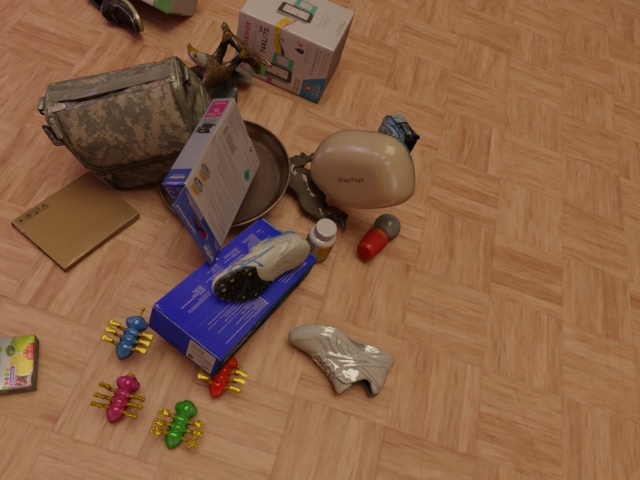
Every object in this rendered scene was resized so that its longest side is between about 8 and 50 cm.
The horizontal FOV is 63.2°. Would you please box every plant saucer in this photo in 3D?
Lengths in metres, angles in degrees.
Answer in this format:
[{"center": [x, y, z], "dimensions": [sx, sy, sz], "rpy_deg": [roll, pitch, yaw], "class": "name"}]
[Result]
[{"center": [-0.225, -0.156, 1.240], "dimensions": [0.311, 0.050, 0.310], "rpy_deg": [0, 63, 0], "class": "plant saucer"}]

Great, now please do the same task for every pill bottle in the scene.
[{"center": [0.000, 0.000, 1.199], "dimensions": [0.065, 0.116, 0.065], "rpy_deg": [7, 59, -12], "class": "pill bottle"}]

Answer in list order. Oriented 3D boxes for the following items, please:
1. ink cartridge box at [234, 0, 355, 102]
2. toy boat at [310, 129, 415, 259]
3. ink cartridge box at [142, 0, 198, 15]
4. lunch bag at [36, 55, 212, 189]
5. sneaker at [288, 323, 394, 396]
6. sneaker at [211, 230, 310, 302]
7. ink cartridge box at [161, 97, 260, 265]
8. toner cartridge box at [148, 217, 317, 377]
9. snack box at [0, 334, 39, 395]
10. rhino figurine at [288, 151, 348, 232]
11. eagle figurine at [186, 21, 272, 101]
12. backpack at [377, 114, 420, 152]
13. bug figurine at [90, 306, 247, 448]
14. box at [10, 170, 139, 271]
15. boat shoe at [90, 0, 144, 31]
[{"center": [-0.078, -0.567, 1.471], "dimensions": [0.270, 0.198, 0.197], "rpy_deg": [23, 57, 0], "class": "ink cartridge box"}, {"center": [0.113, -0.115, 1.215], "dimensions": [0.268, 0.318, 0.148], "rpy_deg": [11, 40, 36], "class": "toy boat"}, {"center": [-0.480, -0.734, 1.486], "dimensions": [0.220, 0.092, 0.160], "rpy_deg": [28, 25, 1], "class": "ink cartridge box"}, {"center": [-0.392, -0.262, 1.112], "dimensions": [0.306, 0.256, 0.212], "rpy_deg": [-12, 70, 3], "class": "lunch bag"}, {"center": [0.036, 0.253, 1.077], "dimensions": [0.232, 0.090, 0.115], "rpy_deg": [21, 60, -1], "class": "sneaker"}, {"center": [-0.124, 0.048, 1.038], "dimensions": [0.086, 0.085, 0.237], "rpy_deg": [25, 39, 35], "class": "sneaker"}, {"center": [-0.220, -0.123, 1.064], "dimensions": [0.065, 0.185, 0.310], "rpy_deg": [1, 51, 18], "class": "ink cartridge box"}, {"center": [-0.167, 0.101, 1.071], "dimensions": [0.165, 0.075, 0.348], "rpy_deg": [38, 44, 7], "class": "toner cartridge box"}, {"center": [-0.593, 0.230, 0.942], "dimensions": [0.141, 0.037, 0.100], "rpy_deg": [-3, 60, -17], "class": "snack box"}, {"center": [-0.013, -0.116, 1.293], "dimensions": [0.106, 0.073, 0.243], "rpy_deg": [-28, 78, -33], "class": "rhino figurine"}, {"center": [-0.308, -0.419, 1.351], "dimensions": [0.298, 0.225, 0.226], "rpy_deg": [-46, 33, 0], "class": "eagle figurine"}, {"center": [0.203, -0.288, 1.437], "dimensions": [0.084, 0.105, 0.114], "rpy_deg": [-9, 57, -21], "class": "backpack"}, {"center": [-0.294, 0.263, 0.986], "dimensions": [0.279, 0.072, 0.216], "rpy_deg": [25, 62, -6], "class": "bug figurine"}, {"center": [-0.530, -0.046, 1.136], "dimensions": [0.164, 0.021, 0.201], "rpy_deg": [38, 57, 9], "class": "box"}, {"center": [-0.578, -0.644, 1.454], "dimensions": [0.073, 0.080, 0.223], "rpy_deg": [-35, 69, -24], "class": "boat shoe"}]
